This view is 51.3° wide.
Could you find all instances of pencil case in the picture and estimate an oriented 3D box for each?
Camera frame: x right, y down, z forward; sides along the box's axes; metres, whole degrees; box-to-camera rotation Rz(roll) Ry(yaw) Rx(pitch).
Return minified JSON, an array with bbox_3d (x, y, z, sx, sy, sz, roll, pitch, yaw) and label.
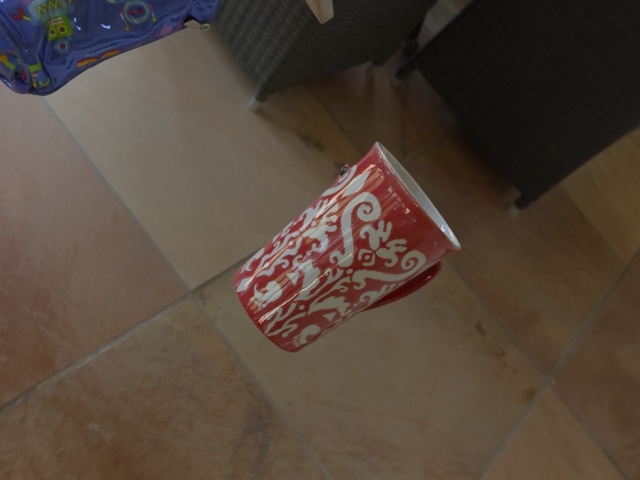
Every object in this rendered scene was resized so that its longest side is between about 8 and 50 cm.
[{"bbox_3d":[-0.258,-0.279,0.807,0.306,0.119,0.133,-34,101,-28],"label":"pencil case"}]

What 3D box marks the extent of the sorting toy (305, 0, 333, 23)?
[{"bbox_3d":[-0.035,-0.501,0.977,0.089,0.255,0.257,-30,76,-3],"label":"sorting toy"}]

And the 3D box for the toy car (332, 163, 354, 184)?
[{"bbox_3d":[0.000,0.000,0.929,0.053,0.225,0.239,32,5,-4],"label":"toy car"}]

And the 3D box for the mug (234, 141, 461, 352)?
[{"bbox_3d":[0.029,0.025,0.576,0.150,0.169,0.113,47,13,-20],"label":"mug"}]
